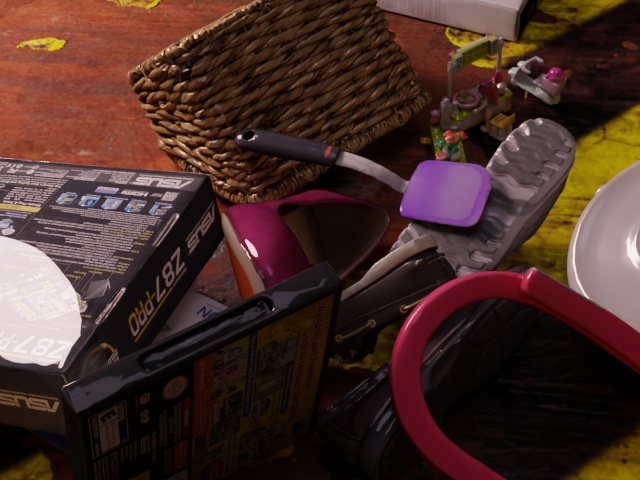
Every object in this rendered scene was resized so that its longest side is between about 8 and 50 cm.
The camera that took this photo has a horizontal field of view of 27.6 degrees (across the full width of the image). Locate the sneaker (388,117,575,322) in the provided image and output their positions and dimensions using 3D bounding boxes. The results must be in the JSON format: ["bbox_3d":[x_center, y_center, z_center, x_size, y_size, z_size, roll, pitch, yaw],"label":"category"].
[{"bbox_3d":[0.184,-0.002,1.432,0.281,0.115,0.105,-42,58,-9],"label":"sneaker"}]

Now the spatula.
[{"bbox_3d":[0.042,-0.081,1.428,0.296,0.030,0.084,17,61,15],"label":"spatula"}]

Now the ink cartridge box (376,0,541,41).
[{"bbox_3d":[0.139,-0.395,1.869,0.371,0.069,0.176,19,48,18],"label":"ink cartridge box"}]

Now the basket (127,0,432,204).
[{"bbox_3d":[-0.059,-0.184,1.616,0.299,0.223,0.213,-35,11,-26],"label":"basket"}]

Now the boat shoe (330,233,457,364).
[{"bbox_3d":[0.037,0.084,1.315,0.228,0.081,0.068,-37,77,18],"label":"boat shoe"}]

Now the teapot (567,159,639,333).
[{"bbox_3d":[0.384,0.039,1.326,0.252,0.187,0.256,-10,55,33],"label":"teapot"}]

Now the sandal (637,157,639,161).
[{"bbox_3d":[0.453,-0.060,1.521,0.180,0.049,0.072,6,48,-12],"label":"sandal"}]

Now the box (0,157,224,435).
[{"bbox_3d":[-0.342,0.037,1.364,0.395,0.097,0.318,5,38,22],"label":"box"}]

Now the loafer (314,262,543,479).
[{"bbox_3d":[0.114,0.113,1.313,0.095,0.109,0.302,26,53,32],"label":"loafer"}]

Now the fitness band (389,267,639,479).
[{"bbox_3d":[0.202,0.151,1.198,0.291,0.054,0.209,33,86,2],"label":"fitness band"}]

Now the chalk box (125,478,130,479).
[{"bbox_3d":[-0.172,0.333,1.075,0.132,0.132,0.213,-19,47,-18],"label":"chalk box"}]

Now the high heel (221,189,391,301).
[{"bbox_3d":[0.000,0.000,1.309,0.181,0.127,0.377,-15,11,-2],"label":"high heel"}]

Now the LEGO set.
[{"bbox_3d":[0.186,-0.156,1.585,0.132,0.107,0.287,22,49,24],"label":"LEGO set"}]

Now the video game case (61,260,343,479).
[{"bbox_3d":[-0.104,0.151,1.158,0.248,0.275,0.035,-25,61,-22],"label":"video game case"}]

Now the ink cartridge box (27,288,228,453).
[{"bbox_3d":[-0.204,0.126,1.352,0.223,0.045,0.224,24,50,25],"label":"ink cartridge box"}]
